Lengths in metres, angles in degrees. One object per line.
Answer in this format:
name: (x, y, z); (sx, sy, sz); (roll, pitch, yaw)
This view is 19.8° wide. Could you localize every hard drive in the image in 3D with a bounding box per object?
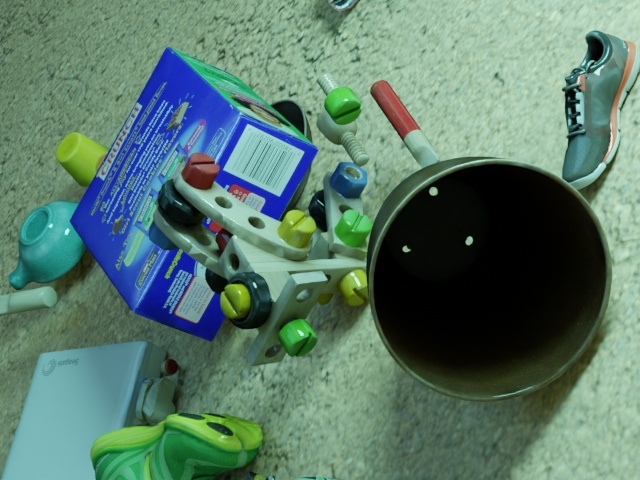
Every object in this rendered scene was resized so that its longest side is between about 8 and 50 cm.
hard drive: (-0.324, 0.303, 2.304); (0.233, 0.047, 0.353); (-10, 57, 45)

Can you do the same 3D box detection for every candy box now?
candy box: (-0.161, -0.064, 2.219); (0.268, 0.122, 0.317); (-60, 29, 9)

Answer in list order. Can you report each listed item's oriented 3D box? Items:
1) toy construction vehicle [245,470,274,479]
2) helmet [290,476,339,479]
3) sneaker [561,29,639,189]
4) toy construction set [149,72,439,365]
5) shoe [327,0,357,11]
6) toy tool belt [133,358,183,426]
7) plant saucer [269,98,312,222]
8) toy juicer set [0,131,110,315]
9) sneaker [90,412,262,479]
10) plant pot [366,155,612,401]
toy construction vehicle: (-0.086, 0.292, 1.959); (0.086, 0.035, 0.098); (-44, 33, 32)
helmet: (-0.003, 0.299, 1.681); (0.169, 0.169, 0.161); (-95, 25, -45)
sneaker: (0.246, -0.125, 1.719); (0.061, 0.065, 0.158); (-9, 59, 57)
toy construction set: (0.000, 0.000, 1.919); (0.309, 0.257, 0.237); (-44, 49, 13)
shoe: (0.053, -0.369, 2.261); (0.178, 0.063, 0.081); (-58, 29, 21)
toy tool belt: (-0.204, 0.186, 2.231); (0.051, 0.052, 0.083); (-17, 52, 43)
plant saucer: (-0.065, -0.076, 2.235); (0.198, 0.036, 0.199); (-39, 37, 37)
toy juicer set: (-0.360, 0.006, 2.622); (0.209, 0.089, 0.329); (14, 71, 49)
sneaker: (-0.157, 0.262, 2.059); (0.295, 0.109, 0.124); (-22, 66, 53)
plant pot: (0.131, 0.012, 1.685); (0.215, 0.215, 0.230); (-60, 13, 6)
